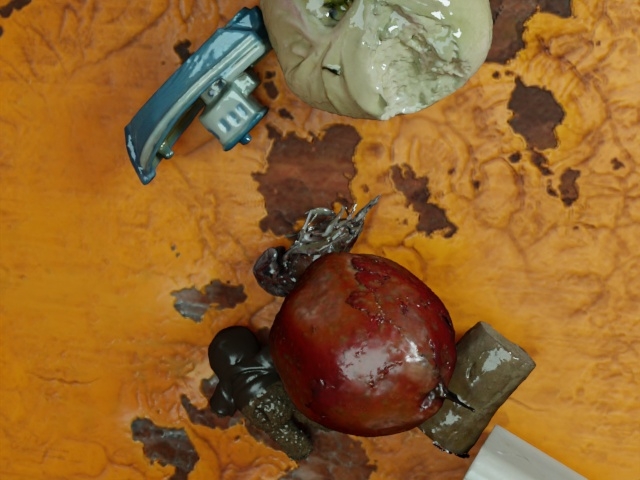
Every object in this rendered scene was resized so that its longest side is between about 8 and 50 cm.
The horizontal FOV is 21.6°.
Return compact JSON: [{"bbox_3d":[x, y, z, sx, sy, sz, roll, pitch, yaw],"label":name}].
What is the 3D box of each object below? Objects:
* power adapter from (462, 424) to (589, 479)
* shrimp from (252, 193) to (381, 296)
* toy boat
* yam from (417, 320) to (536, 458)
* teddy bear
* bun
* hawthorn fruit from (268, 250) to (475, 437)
[{"bbox_3d":[0.224,0.295,1.658,0.204,0.125,0.130,30,108,9],"label":"power adapter"},{"bbox_3d":[0.000,0.000,1.696,0.165,0.056,0.065,-44,81,17],"label":"shrimp"},{"bbox_3d":[-0.110,-0.133,1.682,0.215,0.088,0.102,-42,92,19],"label":"toy boat"},{"bbox_3d":[0.150,0.147,1.675,0.084,0.084,0.127,38,105,5],"label":"yam"},{"bbox_3d":[-0.058,0.160,1.736,0.160,0.078,0.119,44,114,2],"label":"teddy bear"},{"bbox_3d":[0.045,-0.217,1.602,0.237,0.116,0.210,24,107,12],"label":"bun"},{"bbox_3d":[0.060,0.107,1.613,0.235,0.181,0.181,25,111,43],"label":"hawthorn fruit"}]
